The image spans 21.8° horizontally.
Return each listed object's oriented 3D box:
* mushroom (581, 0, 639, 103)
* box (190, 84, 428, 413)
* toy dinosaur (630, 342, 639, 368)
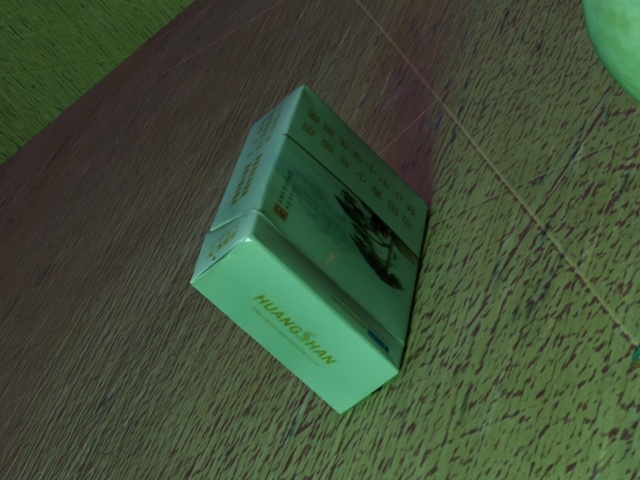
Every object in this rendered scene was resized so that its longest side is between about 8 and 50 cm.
[{"bbox_3d":[0.262,-0.163,0.955,0.215,0.207,0.207,15,57,34],"label":"mushroom"},{"bbox_3d":[0.000,0.001,1.221,0.067,0.149,0.233,-41,17,28],"label":"box"},{"bbox_3d":[0.216,0.020,0.819,0.154,0.055,0.049,-43,13,20],"label":"toy dinosaur"}]
